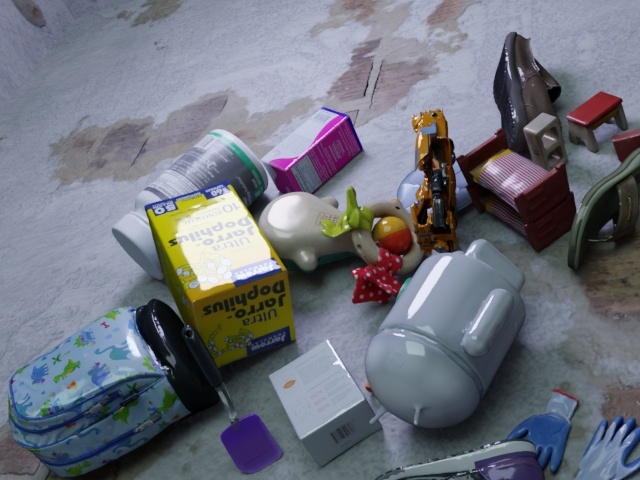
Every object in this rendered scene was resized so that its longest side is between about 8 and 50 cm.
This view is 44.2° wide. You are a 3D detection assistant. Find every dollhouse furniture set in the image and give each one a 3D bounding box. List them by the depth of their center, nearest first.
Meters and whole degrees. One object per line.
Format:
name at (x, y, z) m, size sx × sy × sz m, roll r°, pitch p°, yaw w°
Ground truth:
dollhouse furniture set at (0.482, -0.172, 1.552) m, size 0.374 × 0.152 × 0.201 m, roll -36°, pitch 38°, yaw -9°

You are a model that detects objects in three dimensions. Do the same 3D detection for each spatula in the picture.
spatula at (-0.176, 0.279, 1.423) m, size 0.084 × 0.030 × 0.296 m, roll -33°, pitch 71°, yaw 1°

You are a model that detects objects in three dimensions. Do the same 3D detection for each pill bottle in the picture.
pill bottle at (-0.317, -0.086, 1.919) m, size 0.361 × 0.204 × 0.204 m, roll -46°, pitch 40°, yaw -20°

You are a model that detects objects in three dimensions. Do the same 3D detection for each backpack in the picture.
backpack at (-0.425, 0.295, 1.544) m, size 0.356 × 0.273 × 0.290 m, roll -40°, pitch 43°, yaw 4°

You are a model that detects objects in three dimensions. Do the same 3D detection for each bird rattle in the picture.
bird rattle at (0.127, 0.003, 1.567) m, size 0.207 × 0.143 × 0.253 m, roll -19°, pitch 65°, yaw -35°

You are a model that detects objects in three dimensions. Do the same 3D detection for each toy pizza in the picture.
toy pizza at (0.261, -0.110, 1.720) m, size 0.201 × 0.032 × 0.201 m, roll -17°, pitch 39°, yaw 14°

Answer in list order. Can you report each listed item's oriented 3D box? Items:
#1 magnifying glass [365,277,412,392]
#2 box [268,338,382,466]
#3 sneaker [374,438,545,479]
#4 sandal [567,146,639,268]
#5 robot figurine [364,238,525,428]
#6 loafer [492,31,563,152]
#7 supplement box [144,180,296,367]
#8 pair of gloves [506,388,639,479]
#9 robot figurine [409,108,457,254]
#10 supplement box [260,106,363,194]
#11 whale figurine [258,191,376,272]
magnifying glass at (0.136, 0.172, 1.445) m, size 0.026 × 0.092 × 0.230 m, roll 14°, pitch 64°, yaw 24°
box at (0.006, 0.282, 1.384) m, size 0.130 × 0.091 × 0.170 m, roll -32°, pitch 38°, yaw -3°
sneaker at (0.188, 0.387, 1.143) m, size 0.283 × 0.107 × 0.124 m, roll -23°, pitch 52°, yaw 19°
sandal at (0.546, -0.063, 1.425) m, size 0.303 × 0.120 × 0.086 m, roll -42°, pitch 53°, yaw -18°
robot figurine at (0.206, 0.162, 1.304) m, size 0.353 × 0.200 × 0.300 m, roll -53°, pitch 3°, yaw -27°
loafer at (0.473, -0.331, 1.788) m, size 0.130 × 0.133 × 0.365 m, roll 5°, pitch 53°, yaw 0°
supplement box at (-0.212, 0.062, 1.631) m, size 0.194 × 0.195 × 0.356 m, roll -19°, pitch 40°, yaw -16°
pair of gloves at (0.382, 0.306, 1.175) m, size 0.198 × 0.023 × 0.159 m, roll 17°, pitch 57°, yaw 44°
robot figurine at (0.225, -0.102, 1.557) m, size 0.085 × 0.211 × 0.290 m, roll -3°, pitch 59°, yaw 14°
supplement box at (-0.020, -0.215, 1.953) m, size 0.220 × 0.113 × 0.111 m, roll -41°, pitch 40°, yaw -17°
whale figurine at (0.000, 0.000, 1.707) m, size 0.272 × 0.141 × 0.216 m, roll 10°, pitch 48°, yaw 8°
